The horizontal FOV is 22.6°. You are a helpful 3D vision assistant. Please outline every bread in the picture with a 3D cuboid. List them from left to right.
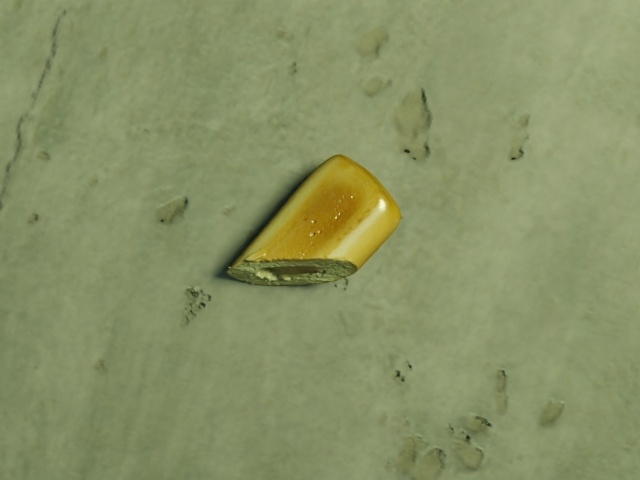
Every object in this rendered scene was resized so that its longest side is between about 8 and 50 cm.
[{"bbox_3d":[0.000,0.001,0.964,0.062,0.049,0.103,41,90,18],"label":"bread"}]
